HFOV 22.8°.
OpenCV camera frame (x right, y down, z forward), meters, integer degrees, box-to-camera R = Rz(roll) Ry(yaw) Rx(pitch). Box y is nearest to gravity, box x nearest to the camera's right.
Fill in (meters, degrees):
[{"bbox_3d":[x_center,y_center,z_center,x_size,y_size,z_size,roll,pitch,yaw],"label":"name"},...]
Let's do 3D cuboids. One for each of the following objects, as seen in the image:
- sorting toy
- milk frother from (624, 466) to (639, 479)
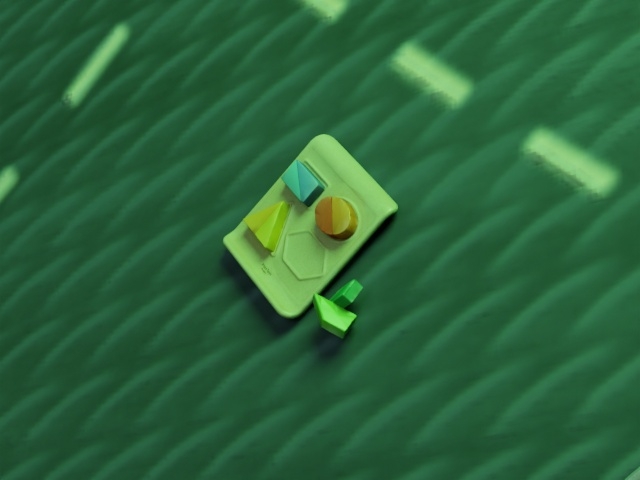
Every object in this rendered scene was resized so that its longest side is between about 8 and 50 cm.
[{"bbox_3d":[0.000,0.000,0.610,0.062,0.012,0.083,-46,47,5],"label":"sorting toy"},{"bbox_3d":[0.141,0.075,0.380,0.129,0.135,0.143,-12,59,28],"label":"milk frother"}]
